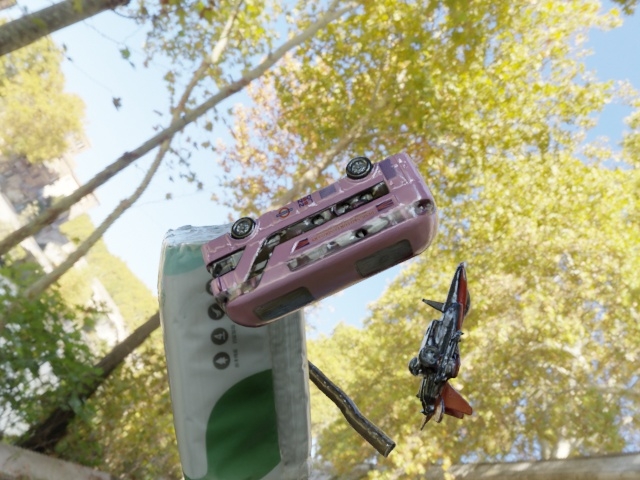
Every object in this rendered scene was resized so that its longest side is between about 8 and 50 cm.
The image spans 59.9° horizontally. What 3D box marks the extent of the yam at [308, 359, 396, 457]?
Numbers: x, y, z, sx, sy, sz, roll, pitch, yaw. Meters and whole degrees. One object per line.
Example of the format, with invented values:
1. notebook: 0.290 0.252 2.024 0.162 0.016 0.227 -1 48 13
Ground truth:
1. yam: 0.051 0.387 1.321 0.327 0.045 0.045 36 9 39

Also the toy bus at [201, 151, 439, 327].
1. toy bus: 0.000 0.000 0.477 0.063 0.203 0.090 58 9 -55

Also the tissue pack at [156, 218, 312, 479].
1. tissue pack: -0.131 0.156 0.821 0.266 0.193 0.357 -161 -114 -73

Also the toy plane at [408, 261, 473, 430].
1. toy plane: 0.133 0.107 0.606 0.061 0.189 0.130 8 -25 1
